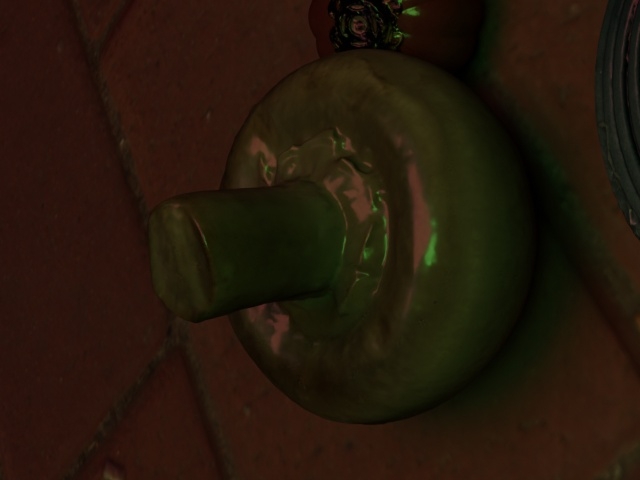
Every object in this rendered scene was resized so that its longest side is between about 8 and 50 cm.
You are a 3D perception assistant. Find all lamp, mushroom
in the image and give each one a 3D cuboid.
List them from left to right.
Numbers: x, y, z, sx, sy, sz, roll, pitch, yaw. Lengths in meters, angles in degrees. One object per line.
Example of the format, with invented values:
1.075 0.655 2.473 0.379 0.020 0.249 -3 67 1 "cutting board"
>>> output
0.000 0.000 0.617 0.207 0.215 0.207 5 97 45 "mushroom"
0.044 -0.136 0.696 0.107 0.092 0.107 11 113 26 "lamp"

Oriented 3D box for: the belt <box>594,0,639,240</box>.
0.195 -0.063 0.492 0.141 0.082 0.190 -17 67 46 "belt"
